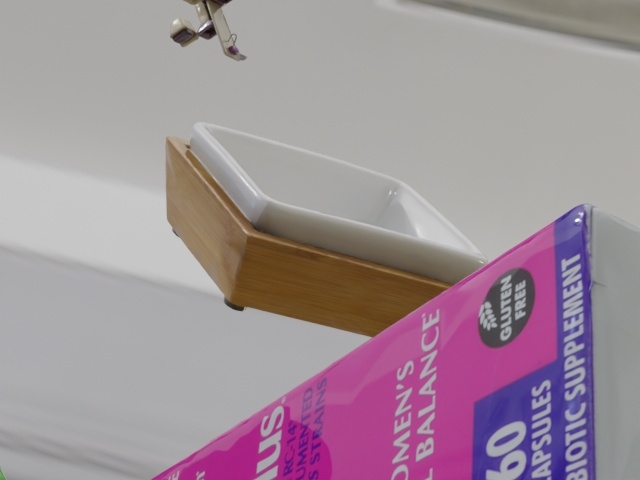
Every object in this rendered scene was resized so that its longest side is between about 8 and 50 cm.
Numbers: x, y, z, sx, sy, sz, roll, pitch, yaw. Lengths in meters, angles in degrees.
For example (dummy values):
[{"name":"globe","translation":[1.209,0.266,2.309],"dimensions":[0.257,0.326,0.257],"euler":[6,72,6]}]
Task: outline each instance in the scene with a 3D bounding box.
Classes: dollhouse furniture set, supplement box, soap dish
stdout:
[{"name":"dollhouse furniture set","translation":[-0.122,-0.204,1.801],"dimensions":[0.091,0.081,0.114],"euler":[-30,-26,23]},{"name":"supplement box","translation":[0.034,0.100,0.475],"dimensions":[0.114,0.111,0.220],"euler":[23,-39,-26]},{"name":"soap dish","translation":[0.000,0.000,1.863],"dimensions":[0.290,0.229,0.118],"euler":[16,-72,-31]}]

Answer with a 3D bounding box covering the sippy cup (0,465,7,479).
[{"name":"sippy cup","translation":[-0.256,0.281,1.186],"dimensions":[0.240,0.305,0.224],"euler":[0,-57,52]}]
